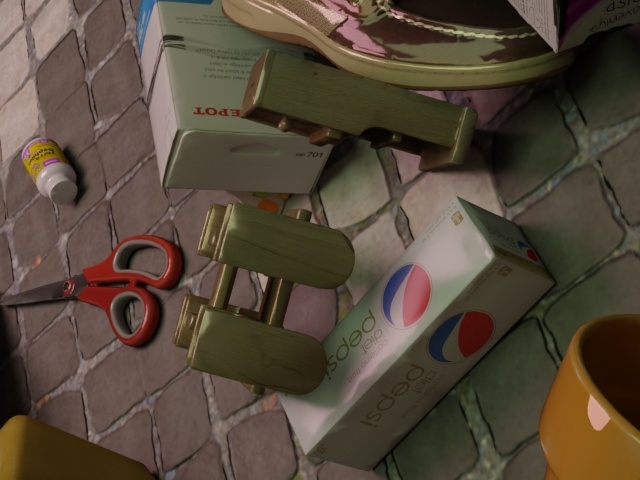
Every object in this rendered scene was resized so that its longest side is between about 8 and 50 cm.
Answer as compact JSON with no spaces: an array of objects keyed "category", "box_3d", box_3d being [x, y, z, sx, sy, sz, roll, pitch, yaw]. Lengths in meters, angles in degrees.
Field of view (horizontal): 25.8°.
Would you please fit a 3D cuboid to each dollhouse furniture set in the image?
[{"category":"dollhouse furniture set","box_3d":[0.000,0.000,1.051,0.212,0.161,0.242,-179,105,-80]}]

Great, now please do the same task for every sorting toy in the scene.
[{"category":"sorting toy","box_3d":[-0.070,-0.060,1.233,0.045,0.075,0.083,-42,48,28]}]

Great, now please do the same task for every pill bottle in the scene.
[{"category":"pill bottle","box_3d":[-0.288,-0.073,1.494,0.043,0.043,0.083,-55,43,15]}]

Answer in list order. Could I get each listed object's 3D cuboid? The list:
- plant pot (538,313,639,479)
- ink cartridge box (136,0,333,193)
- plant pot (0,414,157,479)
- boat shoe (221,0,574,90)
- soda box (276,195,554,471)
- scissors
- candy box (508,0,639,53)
[{"category":"plant pot","box_3d":[0.199,0.173,0.775,0.205,0.205,0.188,46,123,46]},{"category":"ink cartridge box","box_3d":[-0.077,-0.138,1.209,0.082,0.139,0.191,117,149,-49]},{"category":"plant pot","box_3d":[-0.233,0.276,1.182,0.212,0.212,0.187,-48,33,22]},{"category":"boat shoe","box_3d":[0.048,-0.207,1.088,0.342,0.123,0.123,26,128,42]},{"category":"soda box","box_3d":[0.067,0.073,1.033,0.216,0.074,0.069,-49,44,21]},{"category":"scissors","box_3d":[-0.238,0.038,1.418,0.297,0.021,0.109,9,83,49]},{"category":"candy box","box_3d":[0.178,-0.244,0.990,0.159,0.071,0.233,-21,48,-10]}]
